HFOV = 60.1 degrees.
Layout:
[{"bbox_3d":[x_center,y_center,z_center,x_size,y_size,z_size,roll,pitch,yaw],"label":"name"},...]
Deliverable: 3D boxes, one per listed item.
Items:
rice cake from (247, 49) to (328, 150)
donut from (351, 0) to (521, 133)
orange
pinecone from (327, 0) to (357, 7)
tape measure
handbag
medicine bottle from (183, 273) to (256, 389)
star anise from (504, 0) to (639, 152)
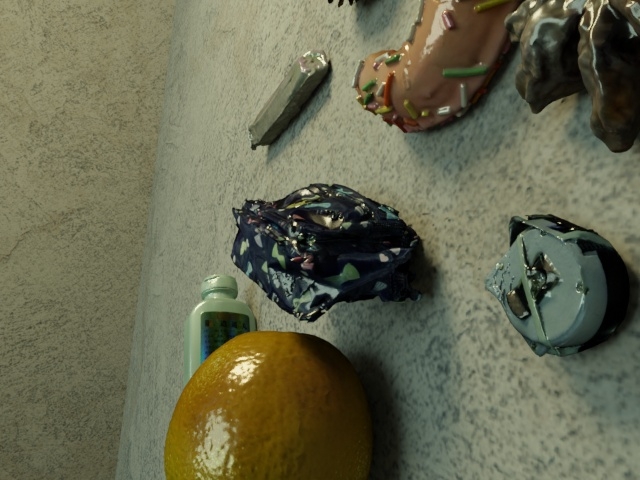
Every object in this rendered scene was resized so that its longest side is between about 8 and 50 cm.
[{"bbox_3d":[-0.062,-0.228,0.932,0.270,0.049,0.055,-37,73,57],"label":"rice cake"},{"bbox_3d":[0.106,-0.221,0.539,0.199,0.085,0.232,34,115,61],"label":"donut"},{"bbox_3d":[-0.052,0.212,0.592,0.236,0.236,0.236,-29,58,60],"label":"orange"},{"bbox_3d":[0.022,-0.380,0.716,0.140,0.121,0.140,-49,32,47],"label":"pinecone"},{"bbox_3d":[0.163,0.028,0.383,0.094,0.054,0.091,-119,37,-54],"label":"tape measure"},{"bbox_3d":[0.000,0.000,0.619,0.260,0.162,0.113,-149,55,-63],"label":"handbag"},{"bbox_3d":[-0.174,0.172,0.964,0.083,0.121,0.228,131,139,-50],"label":"medicine bottle"},{"bbox_3d":[0.197,-0.155,0.342,0.197,0.073,0.212,-104,30,-42],"label":"star anise"}]
